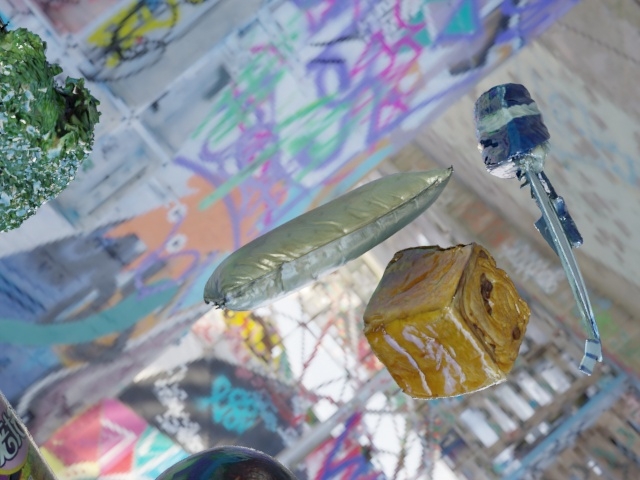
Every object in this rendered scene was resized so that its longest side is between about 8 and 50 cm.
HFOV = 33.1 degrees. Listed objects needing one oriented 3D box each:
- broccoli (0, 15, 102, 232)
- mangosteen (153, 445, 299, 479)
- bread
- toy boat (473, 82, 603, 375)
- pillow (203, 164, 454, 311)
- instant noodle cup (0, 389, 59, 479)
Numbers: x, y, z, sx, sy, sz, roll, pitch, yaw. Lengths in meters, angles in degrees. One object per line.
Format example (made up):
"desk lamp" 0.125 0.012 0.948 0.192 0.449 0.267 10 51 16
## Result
"broccoli" -0.294 -0.122 0.800 0.270 0.269 0.270 55 -144 -54
"mangosteen" -0.111 0.423 1.446 0.297 0.313 0.297 18 -111 -59
"bread" 0.153 0.094 1.307 0.143 0.158 0.149 -16 115 41
"toy boat" 0.218 -0.022 1.063 0.210 0.070 0.292 -76 -36 -68
"pillow" 0.000 0.000 1.217 0.075 0.302 0.185 62 167 -3
"instant noodle cup" -0.469 0.289 1.273 0.266 0.339 0.340 54 176 -16
